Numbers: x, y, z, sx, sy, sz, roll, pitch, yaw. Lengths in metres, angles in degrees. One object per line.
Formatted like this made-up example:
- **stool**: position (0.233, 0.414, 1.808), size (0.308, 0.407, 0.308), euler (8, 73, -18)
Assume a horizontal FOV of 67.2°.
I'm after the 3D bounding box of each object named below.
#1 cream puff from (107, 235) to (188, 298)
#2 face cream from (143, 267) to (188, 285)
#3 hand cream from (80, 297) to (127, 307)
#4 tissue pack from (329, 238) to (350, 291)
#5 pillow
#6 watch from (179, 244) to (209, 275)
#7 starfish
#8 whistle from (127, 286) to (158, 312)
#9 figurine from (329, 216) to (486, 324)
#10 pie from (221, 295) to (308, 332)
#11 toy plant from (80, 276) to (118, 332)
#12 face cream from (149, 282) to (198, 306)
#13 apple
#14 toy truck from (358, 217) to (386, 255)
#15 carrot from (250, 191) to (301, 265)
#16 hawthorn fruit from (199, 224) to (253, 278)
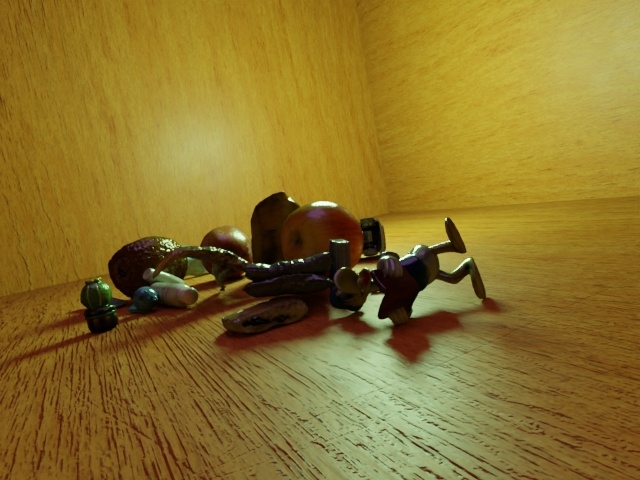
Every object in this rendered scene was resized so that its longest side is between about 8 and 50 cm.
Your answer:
- **cream puff**: position (-0.667, 0.120, 1.906), size (0.302, 0.212, 0.303), euler (-33, -20, -14)
- **face cream**: position (-0.576, 0.155, 1.801), size (0.072, 0.051, 0.182), euler (-34, -39, 17)
- **hand cream**: position (-0.860, 0.246, 1.892), size (0.255, 0.055, 0.088), euler (3, 17, 37)
- **tissue pack**: position (0.055, 0.077, 1.358), size (0.051, 0.157, 0.112), euler (-3, 4, -9)
- **pillow**: position (-0.081, 0.099, 1.327), size (0.227, 0.101, 0.326), euler (-5, -6, -1)
- **watch**: position (-0.608, 0.109, 2.397), size (0.240, 0.162, 0.253), euler (5, 12, 15)
- **starfish**: position (-0.347, 0.099, 1.575), size (0.397, 0.132, 0.383), euler (16, -19, -33)
- **whistle**: position (-0.605, 0.199, 1.633), size (0.157, 0.091, 0.090), euler (-6, 7, 34)
- **figurine**: position (0.160, 0.110, 1.070), size (0.338, 0.205, 0.283), euler (-21, 7, 29)
- **pie**: position (-0.140, 0.181, 1.203), size (0.218, 0.052, 0.185), euler (-14, 7, -23)
- **toy plant**: position (-0.673, 0.193, 1.462), size (0.092, 0.163, 0.093), euler (-9, 4, 1)
- **face cream**: position (-0.505, 0.186, 1.650), size (0.081, 0.082, 0.268), euler (-15, 8, -41)
- **apple**: position (0.000, 0.000, 1.603), size (0.232, 0.287, 0.285), euler (-2, -2, -44)
- **toy truck**: position (0.091, 0.006, 1.977), size (0.362, 0.177, 0.178), euler (-9, -7, 22)
- **carrot**: position (-0.156, -0.006, 1.886), size (0.241, 0.342, 0.241), euler (2, -2, 0)
- **hawthorn fruit**: position (-0.384, 0.063, 2.048), size (0.234, 0.232, 0.263), euler (-23, 50, -34)
